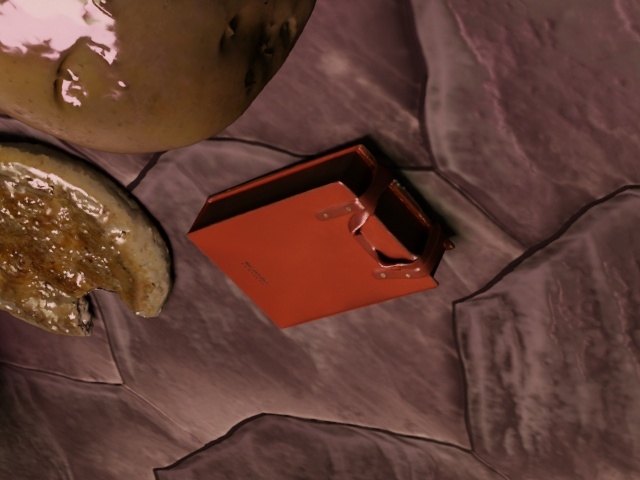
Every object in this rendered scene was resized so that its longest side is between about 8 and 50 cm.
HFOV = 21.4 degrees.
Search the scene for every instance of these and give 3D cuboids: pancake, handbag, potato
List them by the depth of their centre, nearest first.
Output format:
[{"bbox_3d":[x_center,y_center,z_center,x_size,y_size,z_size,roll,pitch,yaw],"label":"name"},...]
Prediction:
[{"bbox_3d":[-0.164,-0.198,1.096,0.326,0.221,0.243,35,142,-7],"label":"potato"},{"bbox_3d":[0.000,0.000,1.366,0.190,0.062,0.127,-17,125,43],"label":"handbag"},{"bbox_3d":[-0.256,-0.001,1.512,0.254,0.037,0.253,14,141,12],"label":"pancake"}]
